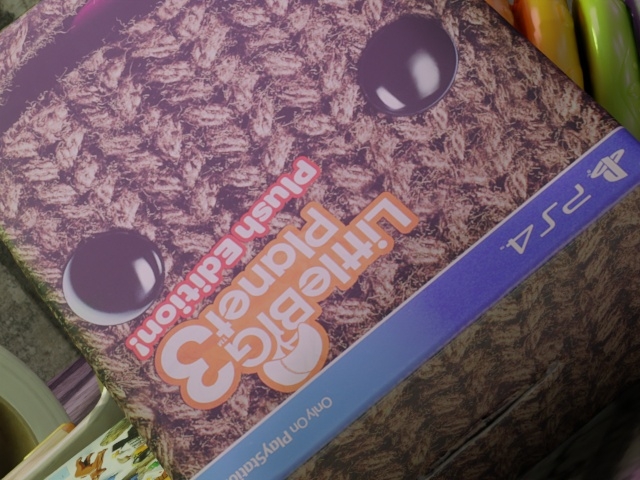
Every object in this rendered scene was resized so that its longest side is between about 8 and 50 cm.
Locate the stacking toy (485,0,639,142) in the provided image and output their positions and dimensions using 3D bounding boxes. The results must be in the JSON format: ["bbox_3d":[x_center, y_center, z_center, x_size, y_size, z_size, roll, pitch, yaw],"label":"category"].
[{"bbox_3d":[0.157,-0.088,1.046,0.301,0.175,0.166,-8,-11,4],"label":"stacking toy"}]

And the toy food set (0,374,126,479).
[{"bbox_3d":[-0.237,0.209,1.193,0.306,0.092,0.220,-42,-25,-23],"label":"toy food set"}]

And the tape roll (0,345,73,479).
[{"bbox_3d":[-0.325,0.211,1.491,0.169,0.246,0.246,-36,6,28],"label":"tape roll"}]

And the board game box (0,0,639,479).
[{"bbox_3d":[-0.009,-0.013,0.843,0.232,0.291,0.141,-40,-35,-3],"label":"board game box"}]

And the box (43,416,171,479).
[{"bbox_3d":[-0.113,0.168,0.967,0.233,0.044,0.159,-38,26,-5],"label":"box"}]

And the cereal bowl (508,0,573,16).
[{"bbox_3d":[0.044,-0.124,1.354,0.141,0.339,0.339,-52,10,-21],"label":"cereal bowl"}]
